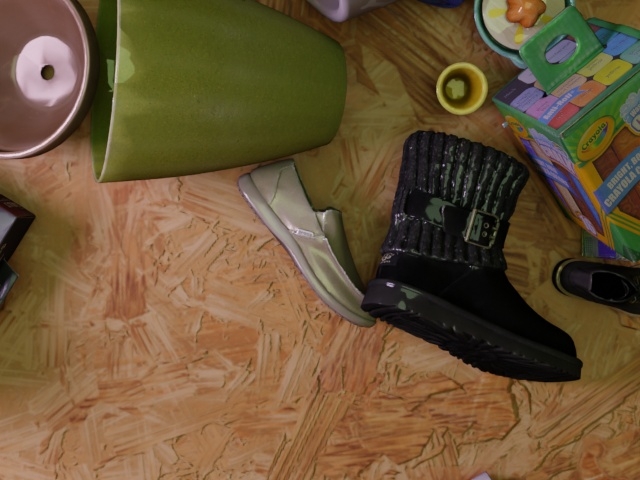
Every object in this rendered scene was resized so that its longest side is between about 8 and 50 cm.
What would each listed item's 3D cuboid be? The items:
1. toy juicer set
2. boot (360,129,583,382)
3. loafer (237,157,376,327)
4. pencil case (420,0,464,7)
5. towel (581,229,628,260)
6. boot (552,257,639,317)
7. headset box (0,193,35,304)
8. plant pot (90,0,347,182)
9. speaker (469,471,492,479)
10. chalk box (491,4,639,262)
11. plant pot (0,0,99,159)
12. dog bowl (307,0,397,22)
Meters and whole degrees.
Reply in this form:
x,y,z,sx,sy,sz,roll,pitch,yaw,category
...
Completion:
x,y,z,sx,sy,sz,roll,pitch,yaw,category
0.303,-0.294,1.353,0.209,0.089,0.329,23,96,-5,toy juicer set
0.233,0.026,1.359,0.348,0.131,0.260,27,70,-23,boot
0.000,0.000,1.357,0.092,0.102,0.268,-39,93,5,loafer
0.195,-0.457,1.337,0.133,0.119,0.306,25,92,19,pencil case
0.406,-0.003,1.418,0.083,0.009,0.060,5,79,-2,towel
0.425,0.070,1.365,0.198,0.137,0.077,4,92,-4,boot
-0.534,-0.002,1.323,0.293,0.110,0.218,33,91,-3,headset box
-0.126,-0.201,1.284,0.294,0.275,0.274,3,92,-18,plant pot
0.184,0.376,1.407,0.136,0.055,0.055,-30,94,-2,speaker
0.355,-0.153,1.280,0.180,0.179,0.289,-40,120,0,chalk box
-0.377,-0.221,1.308,0.237,0.110,0.237,1,94,16,plant pot
-0.018,-0.418,1.226,0.102,0.349,0.348,-35,94,-4,dog bowl
